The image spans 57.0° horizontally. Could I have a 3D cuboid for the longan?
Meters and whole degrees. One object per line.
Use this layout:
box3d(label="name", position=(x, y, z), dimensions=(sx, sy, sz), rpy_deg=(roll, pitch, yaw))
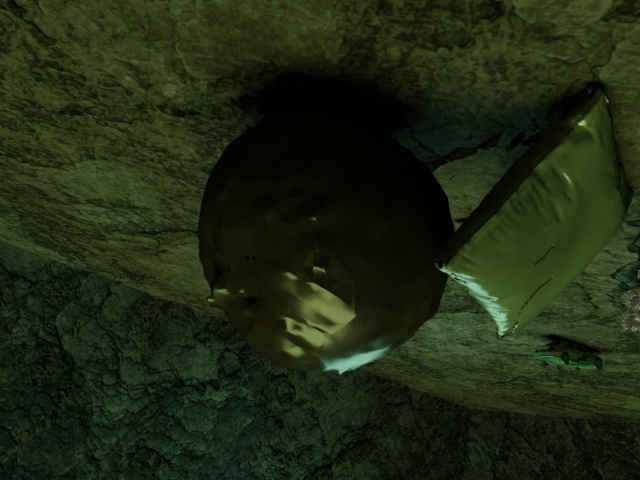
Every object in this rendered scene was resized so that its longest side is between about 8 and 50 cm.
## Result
box3d(label="longan", position=(0.000, 0.000, 0.883), dimensions=(0.391, 0.391, 0.391), rpy_deg=(11, 160, 4))

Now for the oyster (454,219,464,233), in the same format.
box3d(label="oyster", position=(0.356, 0.013, 1.124), dimensions=(0.161, 0.107, 0.232), rpy_deg=(12, 164, -22))

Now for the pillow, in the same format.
box3d(label="pillow", position=(0.318, -0.017, 0.840), dimensions=(0.119, 0.310, 0.312), rpy_deg=(42, -177, 42))

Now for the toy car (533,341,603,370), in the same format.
box3d(label="toy car", position=(0.761, 0.353, 1.806), dimensions=(0.224, 0.076, 0.090), rpy_deg=(13, 160, -23))

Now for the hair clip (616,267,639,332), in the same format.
box3d(label="hair clip", position=(0.692, 0.129, 1.271), dimensions=(0.106, 0.085, 0.292), rpy_deg=(-12, 149, 13))
